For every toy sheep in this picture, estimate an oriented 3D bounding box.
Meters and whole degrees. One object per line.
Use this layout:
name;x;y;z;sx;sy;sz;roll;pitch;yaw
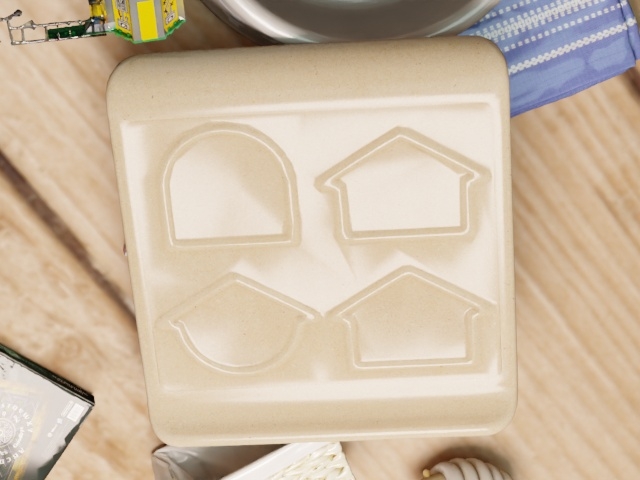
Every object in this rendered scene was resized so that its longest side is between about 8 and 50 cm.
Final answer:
toy sheep;0.141;0.247;1.687;0.132;0.091;0.091;9;105;-28

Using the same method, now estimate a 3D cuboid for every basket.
basket;-0.054;0.217;1.624;0.167;0.113;0.103;-27;114;-2

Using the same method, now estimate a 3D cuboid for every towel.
towel;0.122;-0.258;1.556;0.243;0.040;0.336;-22;108;-1

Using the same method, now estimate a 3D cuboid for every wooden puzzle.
wooden puzzle;0.000;0.000;1.508;0.322;0.080;0.347;-3;112;4

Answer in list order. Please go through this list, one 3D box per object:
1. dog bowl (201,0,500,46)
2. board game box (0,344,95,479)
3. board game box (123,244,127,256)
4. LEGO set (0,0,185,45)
dog bowl;0.032;-0.304;1.457;0.349;0.102;0.348;-2;107;-6
board game box;-0.304;0.188;1.609;0.126;0.026;0.186;32;99;-18
board game box;-0.118;-0.019;1.585;0.090;0.020;0.090;16;103;-16
LEGO set;-0.256;-0.274;1.352;0.331;0.255;0.192;-2;135;1
